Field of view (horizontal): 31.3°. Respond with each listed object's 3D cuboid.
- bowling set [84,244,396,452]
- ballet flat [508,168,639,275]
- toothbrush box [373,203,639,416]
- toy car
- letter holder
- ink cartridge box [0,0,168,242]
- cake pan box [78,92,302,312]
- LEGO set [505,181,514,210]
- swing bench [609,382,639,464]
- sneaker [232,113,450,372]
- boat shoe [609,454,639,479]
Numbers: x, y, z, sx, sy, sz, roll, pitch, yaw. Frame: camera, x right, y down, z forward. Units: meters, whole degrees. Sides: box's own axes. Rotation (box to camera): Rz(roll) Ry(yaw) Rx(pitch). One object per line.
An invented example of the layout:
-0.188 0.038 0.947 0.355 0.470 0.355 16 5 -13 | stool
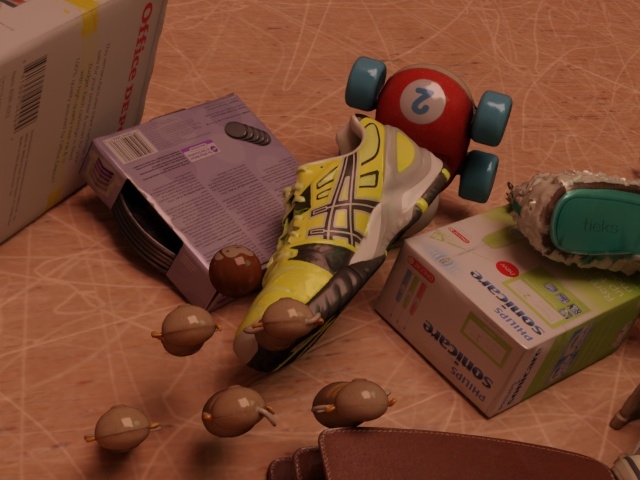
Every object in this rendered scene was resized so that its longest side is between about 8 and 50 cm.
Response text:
-0.088 0.096 1.083 0.287 0.154 0.199 -8 81 -11 | bowling set
0.417 -0.024 1.436 0.409 0.147 0.147 10 37 -22 | ballet flat
0.245 0.071 1.425 0.283 0.122 0.206 -18 50 -40 | toothbrush box
0.114 -0.096 1.526 0.219 0.210 0.238 17 47 11 | toy car
0.118 0.252 1.097 0.302 0.152 0.214 9 35 -17 | letter holder
-0.355 -0.165 1.287 0.160 0.279 0.384 29 35 11 | ink cartridge box
-0.125 -0.052 1.402 0.246 0.070 0.267 45 41 15 | cake pan box
0.263 -0.050 1.480 0.083 0.023 0.054 12 34 -32 | LEGO set
0.446 0.180 1.271 0.165 0.253 0.254 21 35 -1 | swing bench
0.000 0.000 1.320 0.147 0.145 0.384 40 49 1 | sneaker
0.456 0.387 1.039 0.156 0.187 0.500 -36 63 -8 | boat shoe
